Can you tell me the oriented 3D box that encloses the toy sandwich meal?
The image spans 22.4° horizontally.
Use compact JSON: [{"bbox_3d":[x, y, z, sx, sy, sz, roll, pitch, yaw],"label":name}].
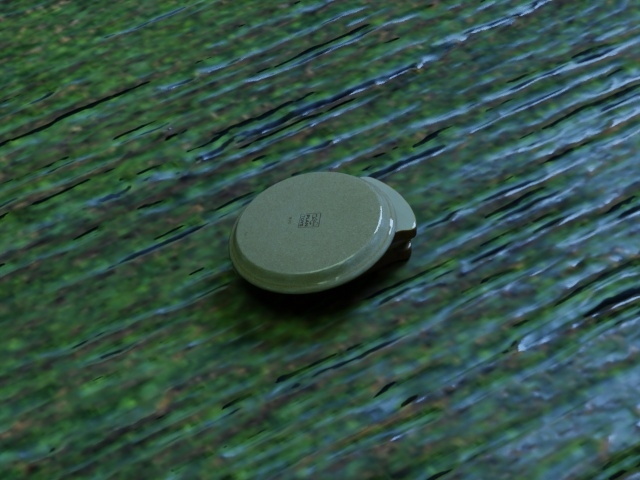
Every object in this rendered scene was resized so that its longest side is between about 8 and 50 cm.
[{"bbox_3d":[0.000,0.000,0.733,0.086,0.029,0.085,-9,43,8],"label":"toy sandwich meal"}]
